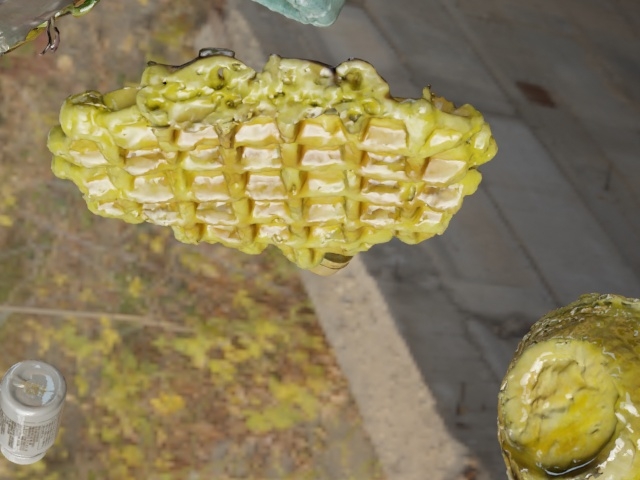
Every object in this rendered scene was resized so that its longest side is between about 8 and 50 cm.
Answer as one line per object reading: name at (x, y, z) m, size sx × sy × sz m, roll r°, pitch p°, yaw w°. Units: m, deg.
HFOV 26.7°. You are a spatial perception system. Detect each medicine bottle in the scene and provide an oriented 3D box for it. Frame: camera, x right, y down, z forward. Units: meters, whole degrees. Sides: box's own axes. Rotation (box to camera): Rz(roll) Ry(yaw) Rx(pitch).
medicine bottle at (-0.354, 0.212, 1.637) m, size 0.140 × 0.079 × 0.079 m, roll 112°, pitch 149°, yaw -50°

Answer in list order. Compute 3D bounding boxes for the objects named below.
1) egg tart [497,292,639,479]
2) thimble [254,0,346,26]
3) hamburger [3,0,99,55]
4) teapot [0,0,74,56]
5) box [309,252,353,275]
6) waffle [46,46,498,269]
egg tart at (0.360, 0.230, 1.828) m, size 0.345 × 0.132 × 0.345 m, roll -13°, pitch 70°, yaw 42°
thimble at (-0.053, -0.348, 1.522) m, size 0.235 × 0.198 × 0.143 m, roll 28°, pitch 89°, yaw 34°
hamburger at (-0.238, -0.281, 1.059) m, size 0.243 × 0.261 × 0.139 m, roll -45°, pitch -3°, yaw -11°
teapot at (-0.295, -0.256, 0.723) m, size 0.305 × 0.361 × 0.376 m, roll 2°, pitch 102°, yaw 30°
box at (0.000, 0.000, 1.962) m, size 0.037 × 0.105 × 0.106 m, roll -41°, pitch 49°, yaw 37°
waffle at (-0.039, -0.057, 0.999) m, size 0.307 × 0.311 × 0.060 m, roll -31°, pitch 51°, yaw 51°
